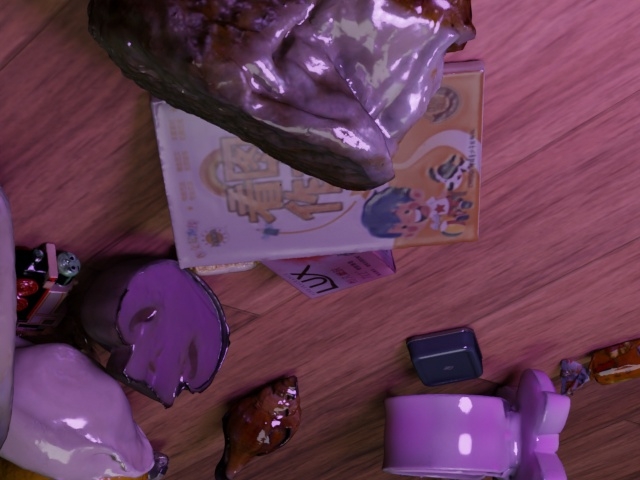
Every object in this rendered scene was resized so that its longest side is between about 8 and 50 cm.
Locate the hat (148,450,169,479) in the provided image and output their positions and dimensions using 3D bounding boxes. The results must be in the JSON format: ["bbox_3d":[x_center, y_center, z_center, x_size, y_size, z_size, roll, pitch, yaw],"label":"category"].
[{"bbox_3d":[-0.294,0.353,1.896,0.122,0.081,0.166,-41,176,-19],"label":"hat"}]

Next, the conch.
[{"bbox_3d":[-0.096,0.257,1.731,0.080,0.086,0.233,19,140,-39],"label":"conch"}]

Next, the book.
[{"bbox_3d":[0.003,-0.065,1.171,0.296,0.020,0.207,-6,133,-1],"label":"book"}]

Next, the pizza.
[{"bbox_3d":[-0.329,0.149,1.504,0.147,0.069,0.226,-20,142,7],"label":"pizza"}]

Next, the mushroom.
[{"bbox_3d":[-0.186,0.090,1.366,0.117,0.141,0.188,16,161,43],"label":"mushroom"}]

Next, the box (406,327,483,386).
[{"bbox_3d":[0.165,0.155,1.660,0.091,0.031,0.126,-11,152,8],"label":"box"}]

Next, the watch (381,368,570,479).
[{"bbox_3d":[0.198,0.282,1.730,0.218,0.210,0.248,4,169,-8],"label":"watch"}]

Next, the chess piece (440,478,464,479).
[{"bbox_3d":[0.217,0.381,2.060,0.060,0.060,0.172,-9,155,4],"label":"chess piece"}]

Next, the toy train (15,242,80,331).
[{"bbox_3d":[-0.303,0.050,1.349,0.087,0.050,0.138,5,148,-30],"label":"toy train"}]

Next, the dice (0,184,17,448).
[{"bbox_3d":[-0.410,0.073,1.155,0.250,0.254,0.252,0,149,-18],"label":"dice"}]

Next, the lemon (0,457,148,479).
[{"bbox_3d":[-0.326,0.297,1.659,0.203,0.178,0.178,7,149,-19],"label":"lemon"}]

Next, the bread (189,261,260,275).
[{"bbox_3d":[-0.101,0.012,1.339,0.088,0.033,0.049,-8,137,-6],"label":"bread"}]

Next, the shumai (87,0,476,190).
[{"bbox_3d":[-0.026,-0.171,0.948,0.272,0.203,0.222,24,176,-4],"label":"shumai"}]

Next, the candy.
[{"bbox_3d":[0.402,0.166,1.712,0.182,0.053,0.046,-21,136,24],"label":"candy"}]

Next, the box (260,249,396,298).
[{"bbox_3d":[0.000,0.000,1.314,0.111,0.060,0.156,-18,149,23],"label":"box"}]

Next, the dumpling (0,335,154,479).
[{"bbox_3d":[-0.287,0.178,1.356,0.250,0.162,0.132,26,121,-14],"label":"dumpling"}]
